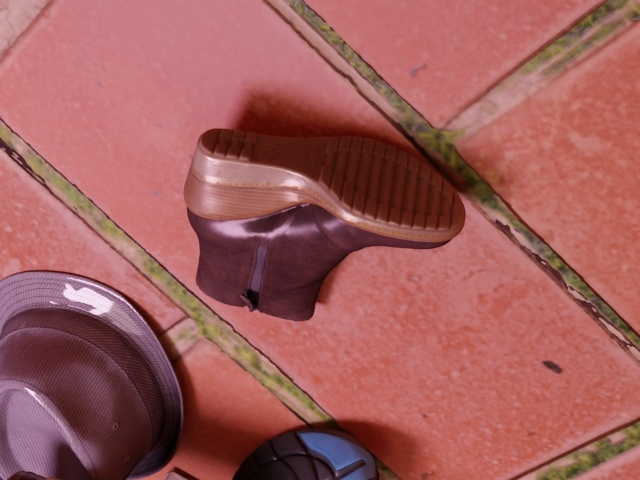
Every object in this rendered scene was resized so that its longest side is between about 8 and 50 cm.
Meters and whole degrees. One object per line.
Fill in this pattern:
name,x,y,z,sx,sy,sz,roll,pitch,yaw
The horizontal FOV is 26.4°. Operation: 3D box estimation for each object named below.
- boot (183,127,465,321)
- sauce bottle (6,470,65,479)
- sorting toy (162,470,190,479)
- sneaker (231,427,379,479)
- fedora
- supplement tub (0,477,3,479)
boot,0.000,0.000,1.208,0.248,0.090,0.207,15,142,10
sauce bottle,-0.156,0.322,1.334,0.344,0.111,0.111,15,130,12
sorting toy,-0.156,0.294,1.532,0.062,0.012,0.083,26,128,-4
sneaker,-0.040,0.307,1.447,0.139,0.125,0.341,22,135,-32
fedora,-0.271,0.178,1.416,0.243,0.124,0.275,9,129,16
supplement tub,-0.448,0.228,1.486,0.191,0.191,0.272,-12,121,30
